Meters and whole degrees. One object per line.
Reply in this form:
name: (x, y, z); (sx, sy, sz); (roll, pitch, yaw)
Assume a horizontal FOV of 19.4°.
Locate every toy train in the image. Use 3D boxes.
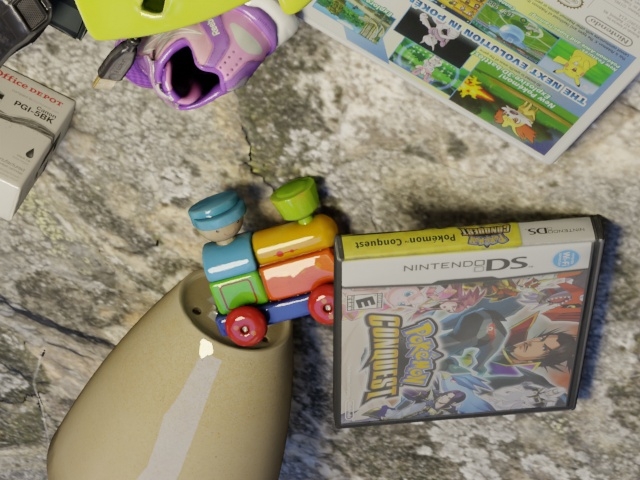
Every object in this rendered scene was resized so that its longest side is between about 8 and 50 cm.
toy train: (0.000, 0.000, 1.838); (0.248, 0.105, 0.143); (-15, 112, 13)

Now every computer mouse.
computer mouse: (-0.263, -0.191, 1.691); (0.184, 0.060, 0.262); (38, 130, -10)

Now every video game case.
video game case: (0.127, -0.227, 1.534); (0.329, 0.036, 0.300); (30, 142, -7)
video game case: (0.137, 0.085, 1.812); (0.248, 0.035, 0.274); (-4, 139, -4)

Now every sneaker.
sneaker: (-0.123, -0.163, 1.669); (0.095, 0.104, 0.236); (39, 155, -26)

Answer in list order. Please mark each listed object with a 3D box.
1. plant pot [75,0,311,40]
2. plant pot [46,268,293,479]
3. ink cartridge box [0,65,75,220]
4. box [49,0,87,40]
plant pot: (-0.067, -0.296, 1.376); (0.207, 0.227, 0.228); (3, 127, 30)
plant pot: (-0.132, 0.169, 2.004); (0.257, 0.256, 0.274); (25, 125, 0)
ink cartridge box: (-0.315, -0.100, 1.844); (0.099, 0.135, 0.056); (26, 139, -2)
box: (-0.279, -0.294, 1.665); (0.220, 0.051, 0.175); (29, 142, -4)
